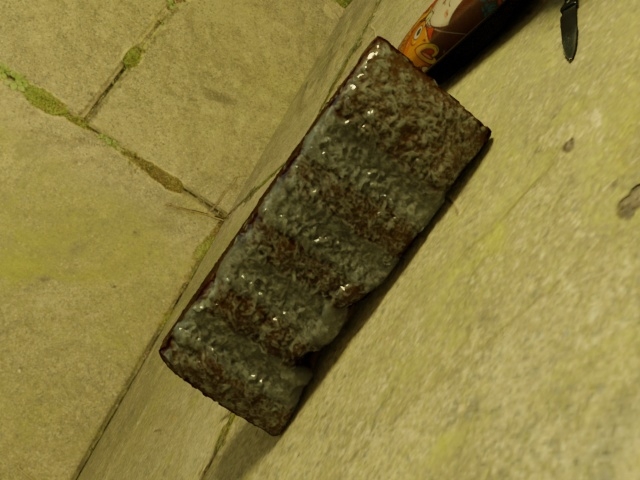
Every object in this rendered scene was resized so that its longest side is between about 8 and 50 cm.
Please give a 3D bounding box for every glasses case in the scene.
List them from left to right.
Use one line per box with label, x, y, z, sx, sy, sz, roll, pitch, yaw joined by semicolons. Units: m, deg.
glasses case;0.189;-0.294;0.968;0.321;0.082;0.122;-36;23;53

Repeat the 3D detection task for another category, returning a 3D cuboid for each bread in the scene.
bread;0.000;0.000;0.784;0.416;0.165;0.113;-55;13;7

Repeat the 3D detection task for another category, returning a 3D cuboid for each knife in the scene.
knife;0.259;-0.233;0.756;0.023;0.010;0.170;-42;22;42
